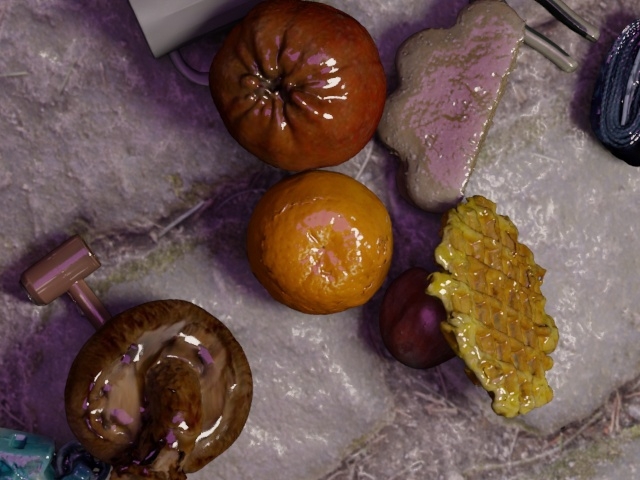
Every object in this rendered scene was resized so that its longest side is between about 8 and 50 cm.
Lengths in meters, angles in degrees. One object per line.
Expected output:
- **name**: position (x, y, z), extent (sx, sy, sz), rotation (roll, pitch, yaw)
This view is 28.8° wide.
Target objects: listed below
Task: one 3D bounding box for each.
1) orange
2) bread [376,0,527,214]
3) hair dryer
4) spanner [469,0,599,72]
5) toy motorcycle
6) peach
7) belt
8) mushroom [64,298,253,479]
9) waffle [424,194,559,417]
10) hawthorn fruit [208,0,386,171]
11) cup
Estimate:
- **orange**: position (0.000, 0.002, 1.826), extent (0.219, 0.193, 0.219), rotation (4, 107, 15)
- **bread**: position (0.186, -0.214, 1.893), extent (0.183, 0.102, 0.337), rotation (20, 90, 2)
- **hair dryer**: position (-0.355, 0.093, 1.868), extent (0.117, 0.064, 0.182), rotation (-37, 95, -4)
- **spanner**: position (0.288, -0.388, 1.948), extent (0.325, 0.040, 0.095), rotation (38, 84, -2)
- **toy motorcycle**: position (-0.444, 0.363, 1.808), extent (0.260, 0.154, 0.206), rotation (10, 109, -7)
- **peach**: position (0.156, 0.123, 1.867), extent (0.152, 0.152, 0.152), rotation (0, 86, -4)
- **belt**: position (0.499, -0.223, 1.915), extent (0.122, 0.128, 0.218), rotation (13, 82, 35)
- **mushroom**: position (-0.234, 0.231, 1.773), extent (0.263, 0.283, 0.195), rotation (31, 126, -19)
- **waffle**: position (0.257, 0.096, 1.810), extent (0.068, 0.302, 0.325), rotation (-18, 108, 32)
- **hawthorn fruit**: position (-0.025, -0.224, 1.769), extent (0.258, 0.258, 0.262), rotation (41, 43, 0)
- **cup**: position (-0.132, -0.403, 1.843), extent (0.327, 0.237, 0.323), rotation (-24, 117, -5)
